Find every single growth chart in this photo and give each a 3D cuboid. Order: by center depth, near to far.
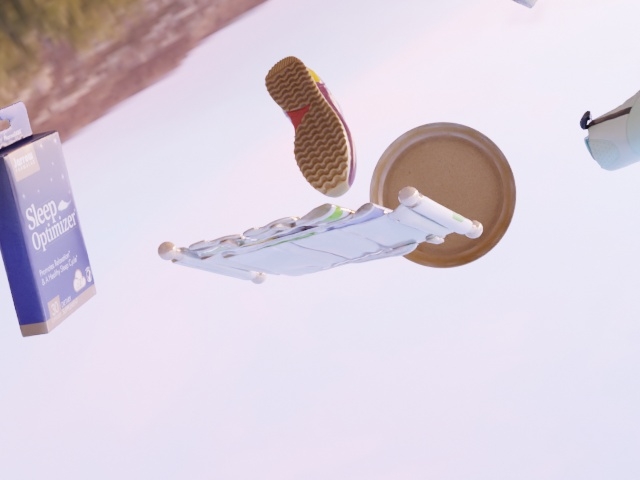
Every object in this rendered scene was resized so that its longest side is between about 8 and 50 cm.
[{"bbox_3d":[0.000,0.000,1.147,0.237,0.021,0.172,-13,163,20],"label":"growth chart"}]

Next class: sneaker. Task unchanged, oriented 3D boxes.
[{"bbox_3d":[0.005,-0.117,1.494,0.070,0.084,0.185,-32,-122,18],"label":"sneaker"},{"bbox_3d":[0.404,-0.164,1.723,0.151,0.094,0.256,-22,-170,28],"label":"sneaker"}]

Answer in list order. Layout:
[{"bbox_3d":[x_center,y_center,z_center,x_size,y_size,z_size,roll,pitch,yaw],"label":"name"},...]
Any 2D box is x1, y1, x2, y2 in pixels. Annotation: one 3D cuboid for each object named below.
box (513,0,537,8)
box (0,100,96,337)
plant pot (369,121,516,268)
[{"bbox_3d":[0.221,-0.406,1.354,0.121,0.148,0.311,35,-89,42],"label":"box"},{"bbox_3d":[-0.295,-0.028,1.427,0.037,0.225,0.136,-9,-167,15],"label":"box"},{"bbox_3d":[0.198,-0.073,2.224,0.236,0.236,0.032,-25,178,7],"label":"plant pot"}]
